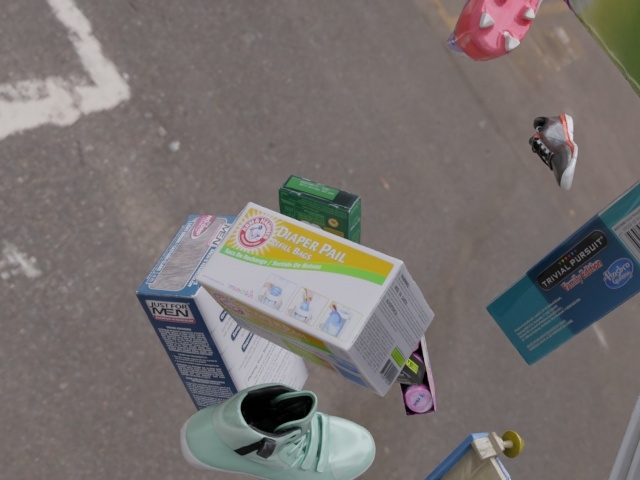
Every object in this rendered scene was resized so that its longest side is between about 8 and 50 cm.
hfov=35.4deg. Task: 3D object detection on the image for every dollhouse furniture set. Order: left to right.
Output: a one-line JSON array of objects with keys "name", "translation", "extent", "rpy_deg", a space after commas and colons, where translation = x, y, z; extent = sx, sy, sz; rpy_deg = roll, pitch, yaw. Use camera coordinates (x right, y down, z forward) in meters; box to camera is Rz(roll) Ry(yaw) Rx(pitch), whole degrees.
[{"name": "dollhouse furniture set", "translation": [0.310, 0.503, 1.654], "extent": [0.198, 0.303, 0.286], "rpy_deg": [6, 41, -39]}]

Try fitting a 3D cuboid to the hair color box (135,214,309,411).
[{"name": "hair color box", "translation": [-0.137, 0.145, 1.520], "extent": [0.173, 0.105, 0.347], "rpy_deg": [-61, 144, -41]}]

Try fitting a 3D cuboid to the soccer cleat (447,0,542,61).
[{"name": "soccer cleat", "translation": [0.221, -0.290, 1.045], "extent": [0.083, 0.248, 0.095], "rpy_deg": [39, -8, -20]}]

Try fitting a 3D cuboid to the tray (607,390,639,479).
[{"name": "tray", "translation": [0.247, 0.206, 0.758], "extent": [0.030, 0.145, 0.270], "rpy_deg": [31, 69, -9]}]

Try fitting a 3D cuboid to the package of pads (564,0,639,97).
[{"name": "package of pads", "translation": [0.254, -0.222, 0.636], "extent": [0.101, 0.229, 0.296], "rpy_deg": [13, 28, -8]}]

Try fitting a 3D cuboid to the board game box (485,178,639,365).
[{"name": "board game box", "translation": [0.351, -0.028, 0.995], "extent": [0.336, 0.254, 0.079], "rpy_deg": [-28, 76, -38]}]

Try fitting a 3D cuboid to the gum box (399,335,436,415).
[{"name": "gum box", "translation": [0.181, 0.237, 1.986], "extent": [0.107, 0.062, 0.188], "rpy_deg": [-72, 150, -73]}]

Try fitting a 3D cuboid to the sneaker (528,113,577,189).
[{"name": "sneaker", "translation": [0.335, -0.128, 1.458], "extent": [0.158, 0.065, 0.061], "rpy_deg": [-81, 175, -52]}]

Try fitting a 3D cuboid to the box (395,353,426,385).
[{"name": "box", "translation": [0.056, 0.184, 1.682], "extent": [0.184, 0.191, 0.045], "rpy_deg": [45, 58, -47]}]

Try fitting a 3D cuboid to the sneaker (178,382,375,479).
[{"name": "sneaker", "translation": [-0.014, 0.224, 1.140], "extent": [0.256, 0.151, 0.094], "rpy_deg": [11, 60, -32]}]

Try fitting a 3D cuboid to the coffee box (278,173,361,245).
[{"name": "coffee box", "translation": [0.000, 0.000, 1.414], "extent": [0.040, 0.113, 0.184], "rpy_deg": [-53, 152, -40]}]

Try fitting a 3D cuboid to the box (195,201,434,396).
[{"name": "box", "translation": [-0.007, 0.057, 1.019], "extent": [0.103, 0.203, 0.114], "rpy_deg": [-56, 144, -17]}]
